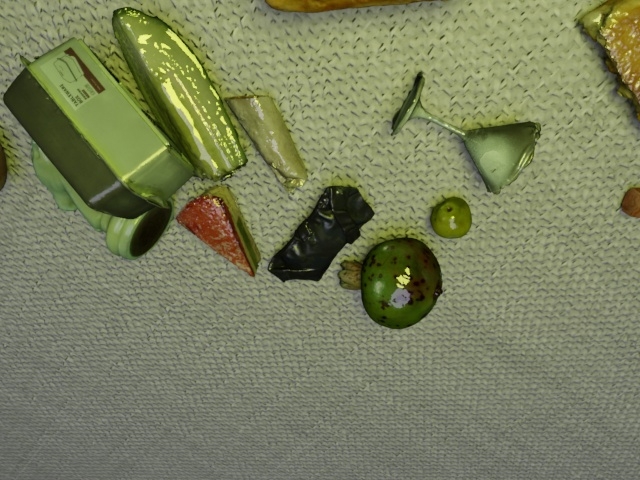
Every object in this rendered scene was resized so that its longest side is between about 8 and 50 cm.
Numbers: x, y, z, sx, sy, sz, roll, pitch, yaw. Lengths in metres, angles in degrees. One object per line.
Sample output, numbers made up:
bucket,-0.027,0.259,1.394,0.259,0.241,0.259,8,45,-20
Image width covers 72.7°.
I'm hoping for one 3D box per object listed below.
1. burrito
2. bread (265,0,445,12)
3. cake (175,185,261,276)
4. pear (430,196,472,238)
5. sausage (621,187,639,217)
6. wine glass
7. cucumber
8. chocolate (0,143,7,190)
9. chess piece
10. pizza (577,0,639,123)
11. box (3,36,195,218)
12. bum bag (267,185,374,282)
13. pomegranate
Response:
burrito,-0.096,-0.200,0.867,0.087,0.060,0.226,-21,117,18
bread,0.068,-0.441,0.629,0.344,0.195,0.149,-2,142,6
cake,-0.194,-0.030,0.967,0.220,0.086,0.117,39,120,-17
pear,0.276,-0.042,0.918,0.092,0.092,0.097,-19,135,16
sausage,0.710,-0.067,0.876,0.169,0.065,0.065,7,122,0
wine glass,0.254,-0.199,0.796,0.232,0.156,0.156,25,121,-5
cucumber,-0.260,-0.269,0.818,0.105,0.145,0.325,-40,117,-24
chocolate,-0.792,-0.177,0.932,0.261,0.083,0.161,3,105,2
chess piece,-0.483,-0.097,0.931,0.298,0.176,0.176,31,120,1
pizza,0.609,-0.341,0.704,0.268,0.087,0.258,-35,109,22
box,-0.374,-0.180,0.766,0.166,0.220,0.290,-40,88,-4
bum bag,0.000,0.000,0.976,0.137,0.074,0.310,23,129,-24
pomegranate,0.150,0.088,0.966,0.248,0.202,0.202,9,127,32
